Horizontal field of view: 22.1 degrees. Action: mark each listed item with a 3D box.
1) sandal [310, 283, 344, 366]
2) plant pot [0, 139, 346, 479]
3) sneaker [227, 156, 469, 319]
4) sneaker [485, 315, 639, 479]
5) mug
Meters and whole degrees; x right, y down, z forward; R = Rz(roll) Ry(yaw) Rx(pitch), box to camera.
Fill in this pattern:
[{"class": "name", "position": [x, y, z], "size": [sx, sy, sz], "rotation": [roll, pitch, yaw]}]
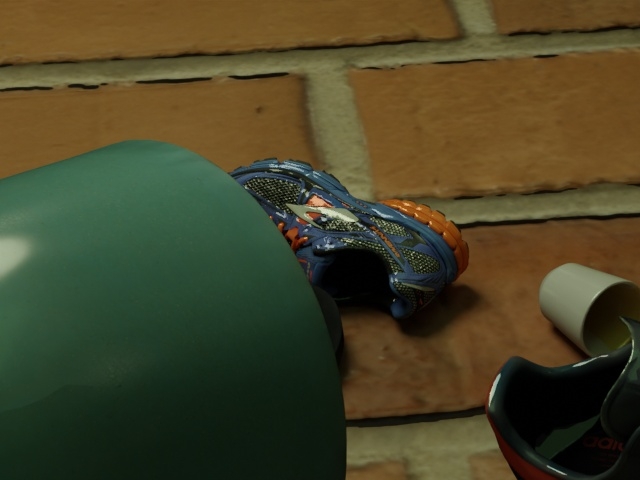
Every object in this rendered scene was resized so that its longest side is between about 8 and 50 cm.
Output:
[{"class": "sandal", "position": [-0.079, 0.096, 1.152], "size": [0.254, 0.055, 0.097], "rotation": [-30, 45, -34]}, {"class": "plant pot", "position": [-0.169, 0.106, 0.894], "size": [0.235, 0.293, 0.293], "rotation": [-15, 35, -44]}, {"class": "sneaker", "position": [0.000, 0.000, 1.265], "size": [0.221, 0.083, 0.087], "rotation": [14, 44, 23]}, {"class": "sneaker", "position": [0.249, 0.101, 0.939], "size": [0.350, 0.148, 0.131], "rotation": [-15, 39, 35]}, {"class": "mug", "position": [0.199, 0.051, 1.218], "size": [0.062, 0.078, 0.064], "rotation": [-50, 41, -7]}]
